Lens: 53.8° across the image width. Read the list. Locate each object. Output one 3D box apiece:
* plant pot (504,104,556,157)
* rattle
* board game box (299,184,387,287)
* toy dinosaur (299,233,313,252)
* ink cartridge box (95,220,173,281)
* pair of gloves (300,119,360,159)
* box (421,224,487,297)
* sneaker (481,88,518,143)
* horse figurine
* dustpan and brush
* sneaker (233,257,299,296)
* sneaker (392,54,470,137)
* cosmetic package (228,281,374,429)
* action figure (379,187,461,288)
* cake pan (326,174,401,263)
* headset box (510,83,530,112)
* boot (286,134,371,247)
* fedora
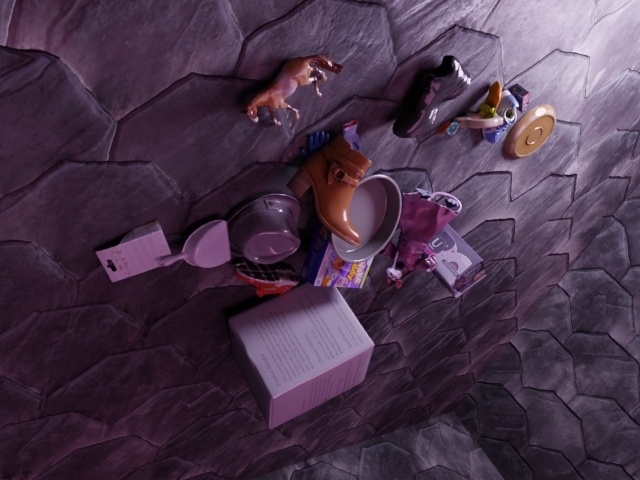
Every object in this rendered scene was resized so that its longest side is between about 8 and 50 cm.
[{"bbox_3d":[0.788,-0.396,2.350,0.236,0.032,0.236,-23,143,-18],"label":"plant pot"},{"bbox_3d":[0.482,-0.420,2.027,0.200,0.130,0.142,-3,128,-2],"label":"rattle"},{"bbox_3d":[0.092,-0.021,2.047,0.233,0.078,0.347,7,108,-45],"label":"board game box"},{"bbox_3d":[0.000,0.000,2.101,0.118,0.064,0.268,-17,144,-37],"label":"toy dinosaur"},{"bbox_3d":[-0.505,0.032,1.724,0.179,0.045,0.145,-18,143,-9],"label":"ink cartridge box"},{"bbox_3d":[0.030,-0.271,1.842,0.198,0.023,0.159,-19,143,-17],"label":"pair of gloves"},{"bbox_3d":[0.497,0.069,2.445,0.163,0.247,0.142,-37,144,0],"label":"box"},{"bbox_3d":[0.609,-0.405,2.140,0.080,0.081,0.211,-25,145,-20],"label":"sneaker"},{"bbox_3d":[-0.071,-0.383,1.589,0.263,0.066,0.174,-41,151,10],"label":"horse figurine"},{"bbox_3d":[-0.357,0.033,1.781,0.211,0.060,0.147,-32,135,-37],"label":"dustpan and brush"},{"bbox_3d":[-0.184,0.135,2.059,0.118,0.107,0.279,-46,144,21],"label":"sneaker"},{"bbox_3d":[0.307,-0.426,1.852,0.286,0.109,0.130,-48,139,0],"label":"sneaker"},{"bbox_3d":[-0.075,0.388,2.221,0.394,0.329,0.327,-23,151,-18],"label":"cosmetic package"},{"bbox_3d":[0.318,-0.008,2.243,0.370,0.248,0.276,-67,168,19],"label":"action figure"},{"bbox_3d":[0.131,-0.071,1.955,0.293,0.054,0.293,-22,126,-34],"label":"cake pan"},{"bbox_3d":[0.668,-0.481,2.120,0.032,0.062,0.083,-32,146,-8],"label":"headset box"},{"bbox_3d":[0.068,-0.141,1.788,0.220,0.283,0.109,-44,166,2],"label":"boot"},{"bbox_3d":[-0.154,-0.015,1.890,0.275,0.124,0.243,8,126,-45],"label":"fedora"}]
